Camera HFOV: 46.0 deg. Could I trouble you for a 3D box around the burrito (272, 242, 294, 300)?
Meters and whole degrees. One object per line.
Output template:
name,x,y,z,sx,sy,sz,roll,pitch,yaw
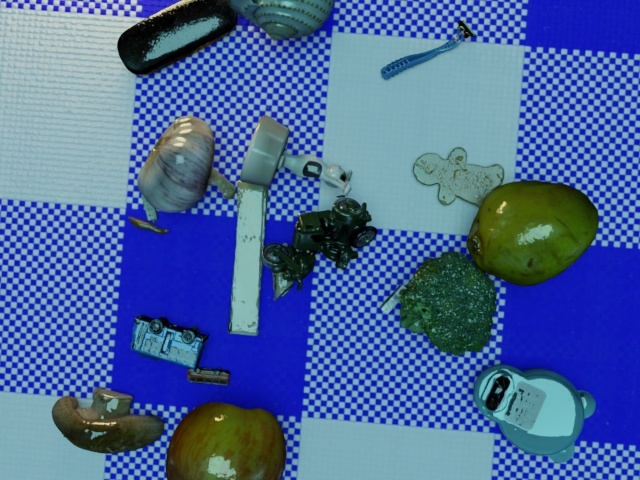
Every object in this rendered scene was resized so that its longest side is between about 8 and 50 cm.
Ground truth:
burrito,-0.098,0.081,1.932,0.055,0.041,0.149,-1,93,15

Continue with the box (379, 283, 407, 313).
box,0.187,0.148,1.917,0.024,0.054,0.083,42,90,-3

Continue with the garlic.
garlic,-0.311,-0.165,1.874,0.253,0.245,0.245,29,90,-30

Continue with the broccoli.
broccoli,0.310,0.154,1.841,0.261,0.269,0.241,40,126,-19

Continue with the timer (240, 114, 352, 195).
timer,-0.048,-0.187,1.875,0.266,0.175,0.175,19,90,-3

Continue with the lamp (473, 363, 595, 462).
lamp,0.516,0.410,1.860,0.284,0.147,0.209,25,88,-7

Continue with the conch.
conch,-0.109,-0.639,1.859,0.302,0.215,0.319,12,58,-4

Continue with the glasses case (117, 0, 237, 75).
glasses case,-0.365,-0.532,1.923,0.321,0.082,0.122,-27,90,0

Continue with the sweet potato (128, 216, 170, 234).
sweet potato,-0.446,-0.035,1.949,0.115,0.026,0.026,20,90,0

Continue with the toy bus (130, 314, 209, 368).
toy bus,-0.387,0.256,1.912,0.184,0.090,0.106,17,92,1

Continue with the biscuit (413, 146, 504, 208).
biscuit,0.351,-0.160,1.929,0.234,0.030,0.153,15,89,2

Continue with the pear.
pear,0.508,-0.024,1.808,0.321,0.269,0.269,-22,89,-21

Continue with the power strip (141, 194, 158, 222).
power strip,-0.441,-0.085,1.953,0.027,0.017,0.083,-16,88,3

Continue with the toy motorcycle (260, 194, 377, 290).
toy motorcycle,0.000,0.000,1.840,0.275,0.205,0.127,-12,53,-23

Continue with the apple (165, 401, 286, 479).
apple,-0.219,0.516,1.822,0.301,0.301,0.302,0,89,1

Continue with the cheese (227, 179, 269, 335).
cheese,-0.185,0.045,1.939,0.085,0.034,0.401,3,90,-3

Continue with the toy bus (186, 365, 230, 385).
toy bus,-0.288,0.349,1.938,0.110,0.031,0.043,5,96,1

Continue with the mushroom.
mushroom,-0.545,0.465,1.883,0.285,0.151,0.156,11,91,2

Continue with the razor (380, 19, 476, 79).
razor,0.272,-0.479,1.929,0.253,0.042,0.082,-26,47,2
